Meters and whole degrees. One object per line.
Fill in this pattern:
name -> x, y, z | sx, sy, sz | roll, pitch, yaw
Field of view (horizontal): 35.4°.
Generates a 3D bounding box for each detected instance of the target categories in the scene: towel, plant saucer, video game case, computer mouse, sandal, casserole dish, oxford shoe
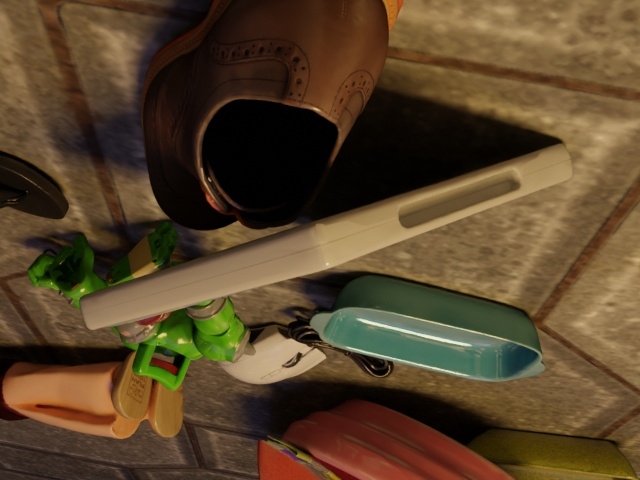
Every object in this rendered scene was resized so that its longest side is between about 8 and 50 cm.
towel -> -0.013, 0.223, 1.002 | 0.060, 0.009, 0.083 | 12, 155, 52
plant saucer -> 0.117, 0.267, 1.069 | 0.332, 0.084, 0.332 | 29, 165, 9
video game case -> 0.000, 0.000, 0.550 | 0.193, 0.023, 0.212 | -18, -179, -42
computer mouse -> -0.033, 0.108, 0.922 | 0.106, 0.042, 0.193 | 27, 152, -35
sandal -> -0.258, -0.046, 0.675 | 0.179, 0.040, 0.067 | 26, 152, -31
plant saucer -> 0.259, 0.257, 1.128 | 0.188, 0.045, 0.188 | 3, 155, 17
plant saucer -> 0.028, 0.328, 1.182 | 0.258, 0.048, 0.259 | 30, 164, 6
casserole dish -> 0.086, 0.069, 0.790 | 0.188, 0.037, 0.114 | 13, 156, -6
oxford shoe -> -0.046, -0.049, 0.501 | 0.097, 0.098, 0.271 | 17, 156, -12

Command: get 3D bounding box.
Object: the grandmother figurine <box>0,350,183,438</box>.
grandmother figurine -> -0.337, 0.172, 1.141 | 0.342, 0.104, 0.208 | -4, 144, 26

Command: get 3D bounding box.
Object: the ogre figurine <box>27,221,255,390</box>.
ogre figurine -> -0.133, 0.051, 0.778 | 0.197, 0.097, 0.118 | -16, 135, 27
